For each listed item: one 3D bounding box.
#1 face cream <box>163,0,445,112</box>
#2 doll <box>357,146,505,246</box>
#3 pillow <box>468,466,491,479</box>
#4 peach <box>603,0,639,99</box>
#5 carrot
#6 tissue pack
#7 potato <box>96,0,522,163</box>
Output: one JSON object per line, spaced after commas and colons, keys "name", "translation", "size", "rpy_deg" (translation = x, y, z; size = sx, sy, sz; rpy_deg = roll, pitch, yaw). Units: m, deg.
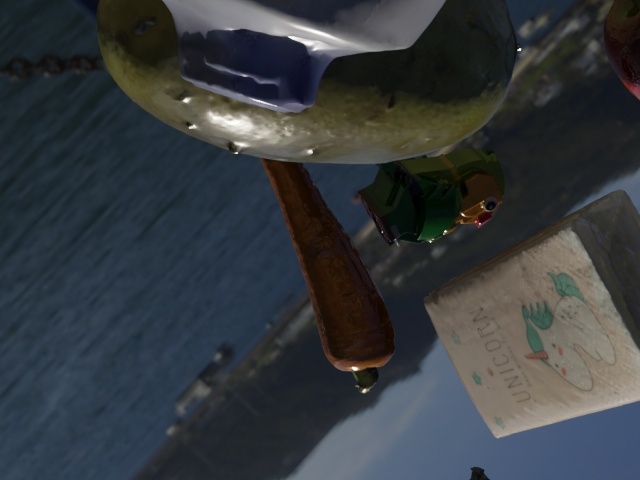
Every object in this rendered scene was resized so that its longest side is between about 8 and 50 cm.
{"name": "face cream", "translation": [0.018, -0.264, 0.594], "size": [0.137, 0.234, 0.420], "rpy_deg": [-16, 125, -65]}
{"name": "doll", "translation": [0.137, -0.064, 1.577], "size": [0.106, 0.186, 0.134], "rpy_deg": [-127, -142, -57]}
{"name": "pillow", "translation": [0.251, 0.421, 1.614], "size": [0.059, 0.255, 0.169], "rpy_deg": [-33, 143, 22]}
{"name": "peach", "translation": [0.425, -0.213, 1.400], "size": [0.190, 0.226, 0.196], "rpy_deg": [-66, -163, -7]}
{"name": "carrot", "translation": [0.000, 0.000, 1.039], "size": [0.061, 0.257, 0.061], "rpy_deg": [-21, -178, 1]}
{"name": "tissue pack", "translation": [0.215, 0.080, 1.192], "size": [0.071, 0.170, 0.325], "rpy_deg": [-29, 175, -23]}
{"name": "potato", "translation": [-0.009, -0.140, 0.891], "size": [0.307, 0.173, 0.210], "rpy_deg": [5, 180, -39]}
